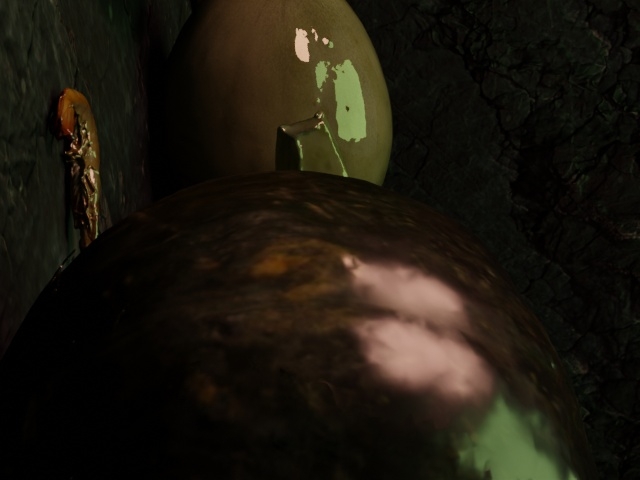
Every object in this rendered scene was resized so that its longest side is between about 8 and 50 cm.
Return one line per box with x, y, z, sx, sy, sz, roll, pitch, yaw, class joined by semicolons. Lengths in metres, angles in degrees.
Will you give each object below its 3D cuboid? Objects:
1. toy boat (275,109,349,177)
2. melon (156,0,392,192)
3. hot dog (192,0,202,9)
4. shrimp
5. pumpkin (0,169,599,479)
0.000;0.000;1.346;0.293;0.093;0.055;84;-21;-48;toy boat
-0.048;-0.128;1.436;0.272;0.272;0.308;-62;147;-83;melon
-0.131;-0.345;1.693;0.083;0.068;0.289;-78;168;-47;hot dog
-0.183;-0.052;1.024;0.091;0.025;0.127;60;24;-82;shrimp
-0.035;0.178;0.754;0.454;0.344;0.454;-179;-90;-78;pumpkin
